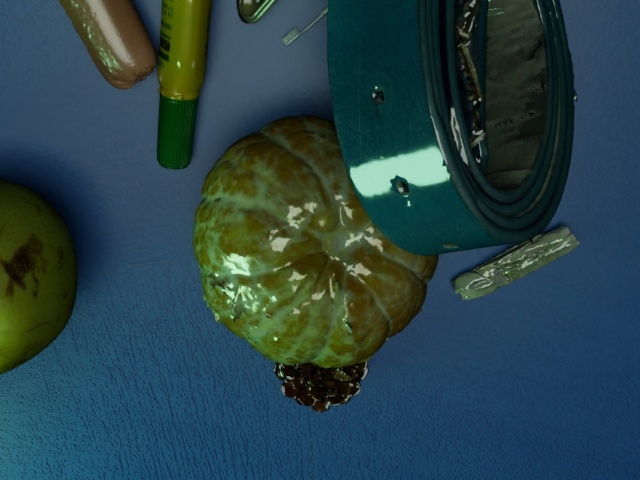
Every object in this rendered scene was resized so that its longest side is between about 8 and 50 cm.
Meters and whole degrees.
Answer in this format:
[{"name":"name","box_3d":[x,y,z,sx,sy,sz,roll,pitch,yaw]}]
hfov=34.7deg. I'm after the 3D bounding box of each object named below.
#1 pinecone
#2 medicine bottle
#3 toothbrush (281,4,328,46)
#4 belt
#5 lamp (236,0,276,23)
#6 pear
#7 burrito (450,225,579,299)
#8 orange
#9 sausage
[{"name":"pinecone","box_3d":[0.003,0.177,1.438,0.140,0.121,0.140,-2,97,-13]},{"name":"medicine bottle","box_3d":[-0.182,-0.220,1.343,0.064,0.095,0.260,-1,116,-18]},{"name":"toothbrush","box_3d":[0.015,-0.315,1.358,0.167,0.011,0.014,-38,97,9]},{"name":"belt","box_3d":[0.157,-0.202,1.198,0.300,0.173,0.436,7,81,-46]},{"name":"lamp","box_3d":[-0.135,-0.424,1.291,0.283,0.124,0.203,33,123,-12]},{"name":"pear","box_3d":[-0.453,0.049,1.323,0.284,0.283,0.283,0,106,-1]},{"name":"burrito","box_3d":[0.274,0.034,1.445,0.185,0.041,0.045,-30,113,9]},{"name":"orange","box_3d":[0.000,0.000,1.307,0.329,0.249,0.329,-2,96,-14]},{"name":"sausage","box_3d":[-0.300,-0.331,1.310,0.086,0.086,0.289,-25,103,6]}]
